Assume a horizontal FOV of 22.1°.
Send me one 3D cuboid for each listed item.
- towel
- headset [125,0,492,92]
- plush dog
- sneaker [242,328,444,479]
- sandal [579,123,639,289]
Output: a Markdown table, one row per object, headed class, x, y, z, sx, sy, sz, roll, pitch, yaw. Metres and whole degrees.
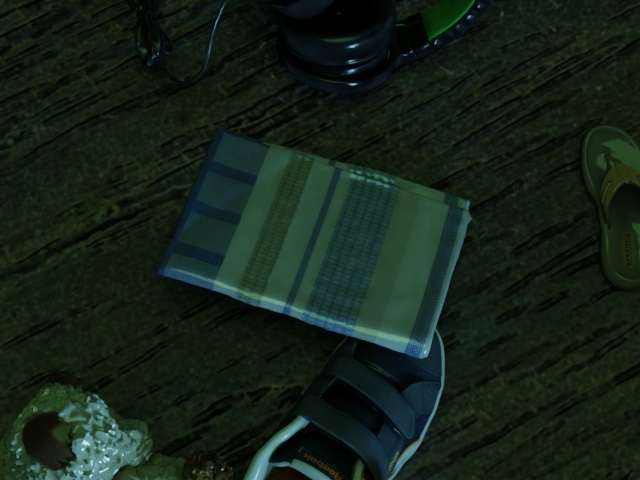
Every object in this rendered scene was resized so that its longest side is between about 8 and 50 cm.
| class | x | y | z | sx | sy | sz | roll | pitch | yaw |
| --- | --- | --- | --- | --- | --- | --- | --- | --- | --- |
| towel | 0.000 | 0.000 | 1.656 | 0.285 | 0.034 | 0.209 | 17 | 52 | 2 |
| headset | -0.011 | -0.275 | 1.686 | 0.394 | 0.243 | 0.185 | -21 | 49 | 9 |
| plush dog | -0.201 | 0.242 | 1.545 | 0.225 | 0.210 | 0.262 | 37 | 118 | -4 |
| sneaker | 0.023 | 0.194 | 1.586 | 0.126 | 0.127 | 0.321 | 31 | 73 | 7 |
| sandal | 0.316 | -0.039 | 1.706 | 0.072 | 0.049 | 0.180 | -4 | 74 | -4 |
